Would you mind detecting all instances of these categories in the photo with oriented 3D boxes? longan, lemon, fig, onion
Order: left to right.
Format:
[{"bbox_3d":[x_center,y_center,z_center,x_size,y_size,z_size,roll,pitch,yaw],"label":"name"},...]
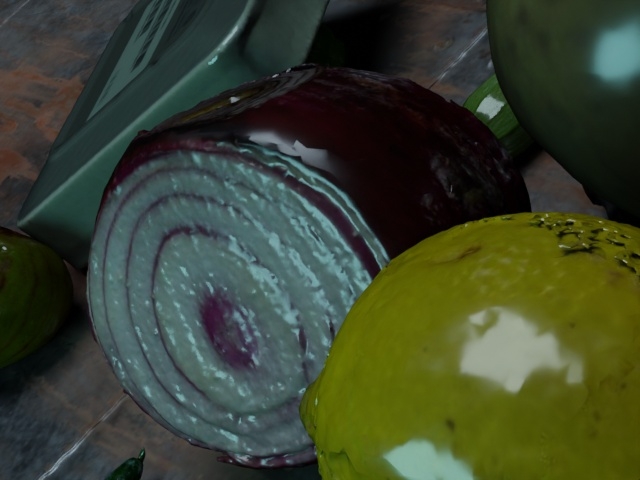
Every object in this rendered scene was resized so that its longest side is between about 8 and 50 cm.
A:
[{"bbox_3d":[-0.344,0.110,1.504,0.151,0.151,0.259,30,96,56],"label":"fig"},{"bbox_3d":[0.000,0.000,1.148,0.337,0.282,0.260,-27,7,42],"label":"onion"},{"bbox_3d":[0.128,0.110,0.870,0.310,0.258,0.258,9,51,31],"label":"lemon"},{"bbox_3d":[0.285,-0.177,1.040,0.361,0.361,0.361,-24,33,17],"label":"longan"}]

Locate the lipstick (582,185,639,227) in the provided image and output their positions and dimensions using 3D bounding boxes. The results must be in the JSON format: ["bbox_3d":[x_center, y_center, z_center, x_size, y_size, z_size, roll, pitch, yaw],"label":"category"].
[{"bbox_3d":[0.217,-0.191,1.276,0.077,0.077,0.418,-22,54,20],"label":"lipstick"}]

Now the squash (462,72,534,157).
[{"bbox_3d":[0.196,-0.140,1.338,0.219,0.068,0.077,-42,40,-12],"label":"squash"}]

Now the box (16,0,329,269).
[{"bbox_3d":[-0.129,-0.196,1.585,0.396,0.111,0.396,-37,25,37],"label":"box"}]

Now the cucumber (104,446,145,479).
[{"bbox_3d":[-0.179,0.232,1.223,0.037,0.037,0.155,3,49,45],"label":"cucumber"}]

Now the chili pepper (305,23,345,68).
[{"bbox_3d":[-0.035,-0.111,1.512,0.099,0.083,0.253,-8,45,41],"label":"chili pepper"}]
